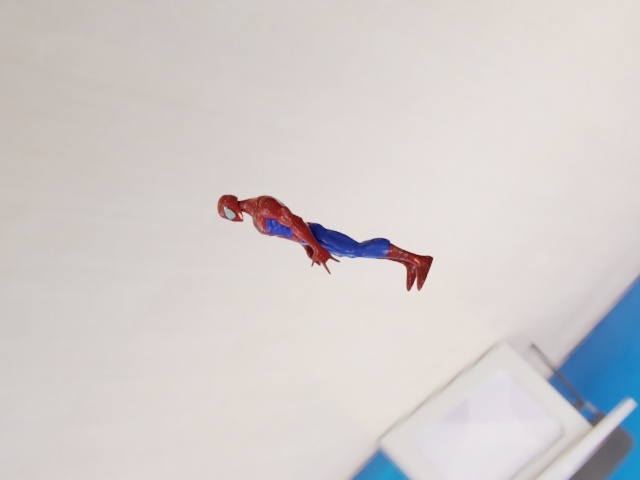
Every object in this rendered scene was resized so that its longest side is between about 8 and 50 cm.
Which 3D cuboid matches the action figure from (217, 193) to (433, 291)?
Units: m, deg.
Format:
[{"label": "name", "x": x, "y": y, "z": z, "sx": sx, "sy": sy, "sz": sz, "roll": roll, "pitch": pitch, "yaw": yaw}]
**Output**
[{"label": "action figure", "x": 0.000, "y": 0.000, "z": 0.659, "sx": 0.038, "sy": 0.115, "sz": 0.030, "roll": -168, "pitch": -80, "yaw": -82}]
